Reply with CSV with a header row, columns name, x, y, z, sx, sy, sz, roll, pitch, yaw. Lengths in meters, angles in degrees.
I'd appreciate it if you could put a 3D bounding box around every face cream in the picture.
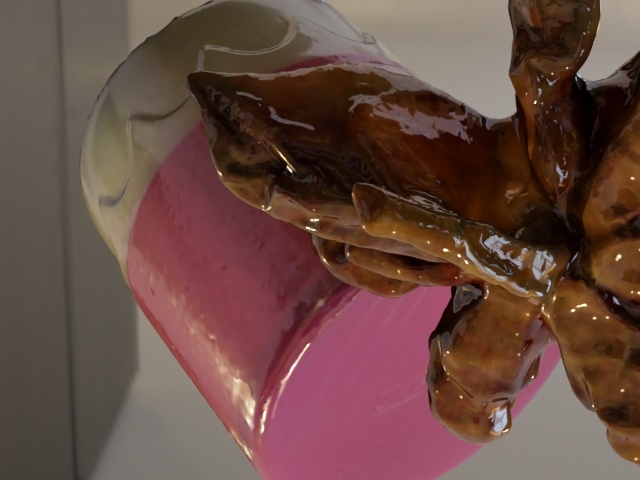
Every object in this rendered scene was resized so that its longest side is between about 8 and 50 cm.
name,x,y,z,sx,sy,sz,roll,pitch,yaw
face cream,0.000,0.000,0.780,0.175,0.175,0.195,-12,-137,-30

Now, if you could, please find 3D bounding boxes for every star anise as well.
name,x,y,z,sx,sy,sz,roll,pitch,yaw
star anise,0.077,-0.001,0.508,0.212,0.196,0.111,-11,-141,4
